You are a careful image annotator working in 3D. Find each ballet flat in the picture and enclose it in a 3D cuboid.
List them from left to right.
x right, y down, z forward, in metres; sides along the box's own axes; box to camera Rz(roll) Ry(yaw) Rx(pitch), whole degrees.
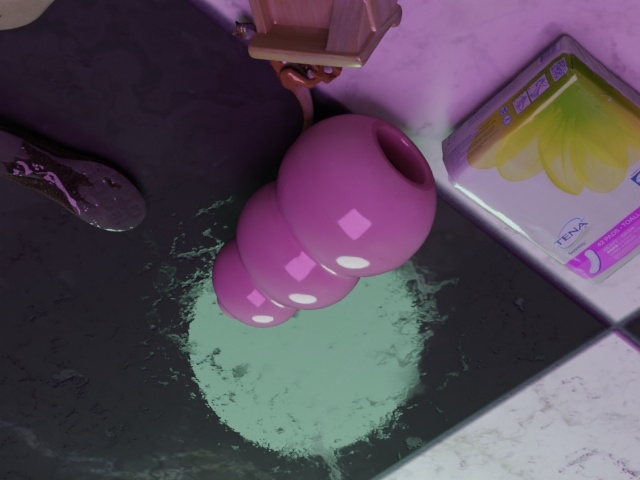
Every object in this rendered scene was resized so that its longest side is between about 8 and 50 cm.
[{"bbox_3d":[-0.342,-0.084,1.696,0.250,0.058,0.084,24,92,-26],"label":"ballet flat"}]

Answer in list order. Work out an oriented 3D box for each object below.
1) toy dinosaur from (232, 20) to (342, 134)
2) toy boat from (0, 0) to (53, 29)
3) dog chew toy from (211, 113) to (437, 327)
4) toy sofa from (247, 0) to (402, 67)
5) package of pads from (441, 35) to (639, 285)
[{"bbox_3d":[-0.028,-0.199,1.599,0.112,0.064,0.211,-1,135,37],"label":"toy dinosaur"},{"bbox_3d":[-0.407,-0.315,1.434,0.231,0.151,0.151,-12,173,-34],"label":"toy boat"},{"bbox_3d":[-0.012,-0.009,1.652,0.206,0.207,0.332,35,121,-27],"label":"dog chew toy"},{"bbox_3d":[-0.018,-0.378,1.389,0.150,0.177,0.362,8,137,26],"label":"toy sofa"},{"bbox_3d":[0.327,-0.092,1.655,0.296,0.101,0.229,33,122,-25],"label":"package of pads"}]
